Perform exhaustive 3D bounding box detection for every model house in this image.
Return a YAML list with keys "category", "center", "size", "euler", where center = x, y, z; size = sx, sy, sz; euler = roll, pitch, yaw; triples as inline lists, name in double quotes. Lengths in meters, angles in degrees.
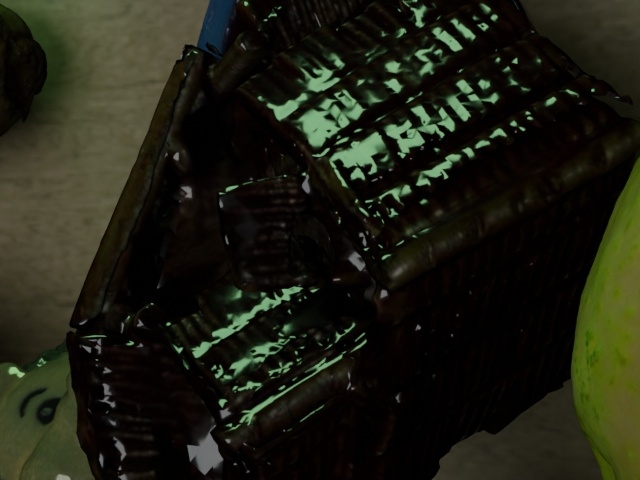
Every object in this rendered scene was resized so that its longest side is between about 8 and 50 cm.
- category: "model house"
  center: [0.000, 0.000, 1.040]
  size: [0.297, 0.317, 0.282]
  euler: [64, 160, -6]

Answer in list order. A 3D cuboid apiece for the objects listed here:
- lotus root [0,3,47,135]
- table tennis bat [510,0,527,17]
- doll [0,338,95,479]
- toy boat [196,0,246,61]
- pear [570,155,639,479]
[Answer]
- category: "lotus root"
  center: [-0.317, -0.105, 1.359]
  size: [0.260, 0.145, 0.129]
  euler: [-6, 103, 25]
- category: "table tennis bat"
  center: [0.100, -0.106, 1.220]
  size: [0.095, 0.014, 0.158]
  euler: [-32, 80, 26]
- category: "doll"
  center: [-0.104, 0.213, 1.252]
  size: [0.247, 0.247, 0.349]
  euler: [-47, 60, 24]
- category: "toy boat"
  center: [-0.006, -0.203, 1.226]
  size: [0.223, 0.100, 0.097]
  euler: [-62, 34, 14]
- category: "pear"
  center: [0.294, 0.058, 0.927]
  size: [0.391, 0.391, 0.391]
  euler: [4, 99, 27]
